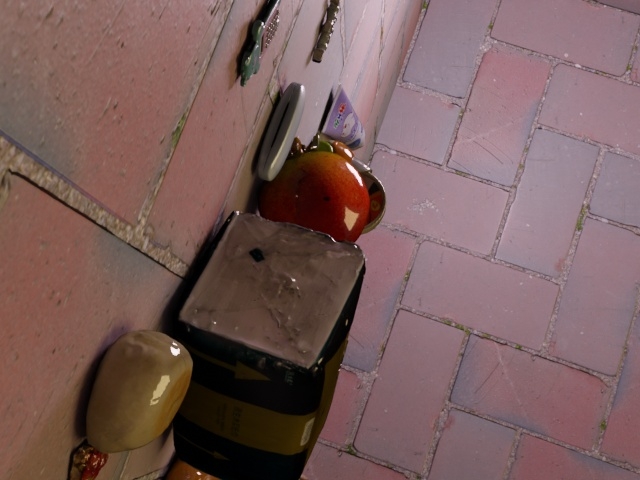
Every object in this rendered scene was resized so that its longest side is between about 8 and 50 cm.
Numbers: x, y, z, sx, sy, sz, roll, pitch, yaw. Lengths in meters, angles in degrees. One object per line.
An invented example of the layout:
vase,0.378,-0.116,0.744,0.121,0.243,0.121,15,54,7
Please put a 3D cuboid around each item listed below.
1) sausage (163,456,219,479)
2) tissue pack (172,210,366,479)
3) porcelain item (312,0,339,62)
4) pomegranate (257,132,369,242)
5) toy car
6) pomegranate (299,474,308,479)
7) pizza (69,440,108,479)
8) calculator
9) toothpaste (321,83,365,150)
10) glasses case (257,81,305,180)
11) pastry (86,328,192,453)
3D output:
sausage,-0.258,0.488,1.446,0.271,0.108,0.109,-65,171,-52
tissue pack,-0.095,0.189,1.294,0.417,0.253,0.264,100,10,-46
porcelain item,0.014,-0.410,1.539,0.075,0.021,0.136,-60,169,-81
pomegranate,-0.015,-0.078,1.458,0.210,0.210,0.235,-24,100,-82
toy car,0.052,-0.110,1.860,0.145,0.235,0.235,80,29,-78
pomegranate,-0.146,0.572,2.014,0.214,0.247,0.214,-63,174,-12
pizza,-0.281,0.286,0.958,0.100,0.029,0.099,3,106,-83
calculator,-0.082,-0.275,1.089,0.094,0.019,0.141,104,7,-59
toothpaste,0.056,-0.305,2.074,0.371,0.079,0.125,24,88,-77
glasses case,-0.066,-0.188,1.364,0.067,0.045,0.179,79,30,-77
pastry,-0.216,0.181,0.943,0.156,0.091,0.157,23,90,-79
